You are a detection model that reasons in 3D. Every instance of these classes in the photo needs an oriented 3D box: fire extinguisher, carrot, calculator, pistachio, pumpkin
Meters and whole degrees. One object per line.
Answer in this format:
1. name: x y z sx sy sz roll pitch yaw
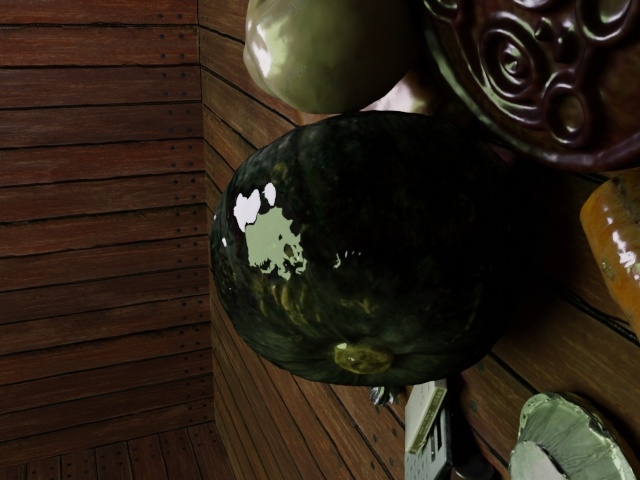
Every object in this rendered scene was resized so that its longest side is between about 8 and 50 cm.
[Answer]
1. fire extinguisher: 0.261 0.501 1.055 0.089 0.072 0.268 10 109 30
2. carrot: 0.360 0.072 0.579 0.139 0.138 0.302 105 158 -44
3. calculator: 0.199 0.402 1.152 0.161 0.021 0.262 -80 2 -49
4. pistachio: 0.037 -0.306 0.829 0.226 0.332 0.208 42 156 -6
5. pumpkin: 0.071 0.019 0.873 0.454 0.454 0.344 115 161 -55

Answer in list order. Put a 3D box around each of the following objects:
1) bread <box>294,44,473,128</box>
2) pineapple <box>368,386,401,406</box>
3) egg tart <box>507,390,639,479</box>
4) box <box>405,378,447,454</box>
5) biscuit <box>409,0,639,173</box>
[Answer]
1. bread: 0.087 -0.270 1.062 0.323 0.143 0.333 -42 58 48
2. pineapple: 0.128 0.228 1.265 0.111 0.119 0.237 8 116 22
3. egg tart: 0.318 0.316 0.805 0.234 0.094 0.234 171 90 -70
4. box: 0.194 0.294 1.147 0.109 0.029 0.198 -81 2 -53
5. biscuit: 0.224 -0.245 0.635 0.407 0.091 0.407 51 167 17
